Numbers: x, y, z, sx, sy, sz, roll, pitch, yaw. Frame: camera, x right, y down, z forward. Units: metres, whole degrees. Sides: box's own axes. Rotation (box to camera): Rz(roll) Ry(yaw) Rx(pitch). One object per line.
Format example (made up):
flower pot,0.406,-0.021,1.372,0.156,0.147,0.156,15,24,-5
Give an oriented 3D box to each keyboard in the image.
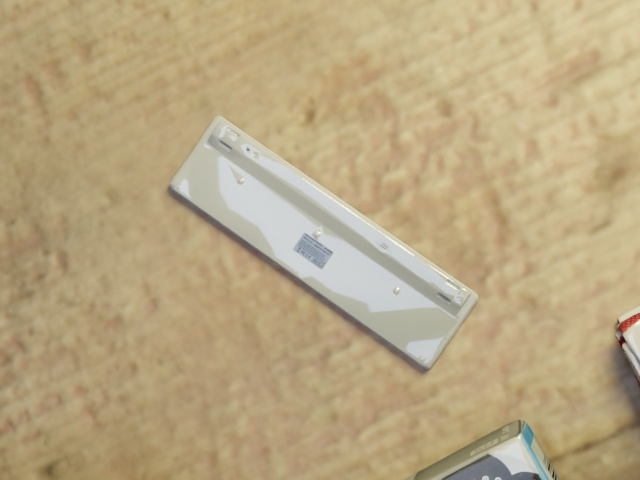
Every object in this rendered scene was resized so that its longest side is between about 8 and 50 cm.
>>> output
keyboard,0.000,0.000,0.946,0.256,0.014,0.072,35,99,8

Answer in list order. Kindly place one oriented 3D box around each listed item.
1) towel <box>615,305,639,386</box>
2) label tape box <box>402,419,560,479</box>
towel,0.393,0.152,0.868,0.237,0.037,0.329,-29,84,6
label tape box,0.059,0.324,0.876,0.348,0.115,0.249,-30,84,5
